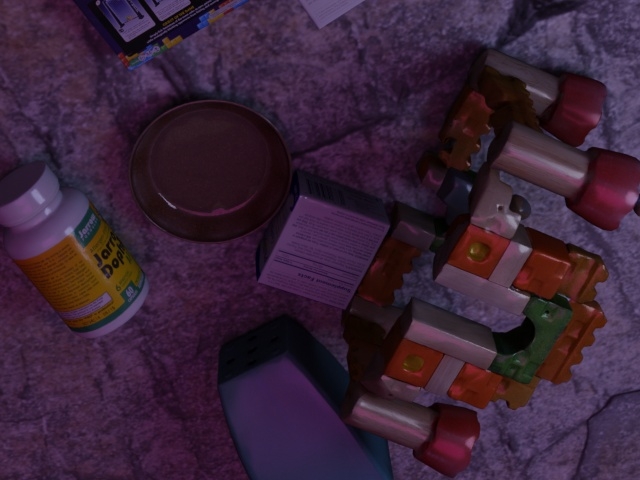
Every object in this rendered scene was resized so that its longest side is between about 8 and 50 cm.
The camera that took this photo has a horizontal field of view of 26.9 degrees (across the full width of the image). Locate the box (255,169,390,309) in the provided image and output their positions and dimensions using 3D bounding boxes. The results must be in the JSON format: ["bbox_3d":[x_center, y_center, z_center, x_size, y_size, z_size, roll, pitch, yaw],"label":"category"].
[{"bbox_3d":[0.000,0.000,1.678,0.126,0.072,0.137,19,117,-18],"label":"box"}]

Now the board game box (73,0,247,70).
[{"bbox_3d":[-0.183,-0.288,1.485,0.170,0.048,0.141,-28,127,10],"label":"board game box"}]

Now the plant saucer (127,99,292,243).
[{"bbox_3d":[-0.134,-0.088,1.629,0.198,0.036,0.199,-3,121,-5],"label":"plant saucer"}]

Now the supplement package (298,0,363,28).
[{"bbox_3d":[-0.012,-0.341,1.448,0.105,0.105,0.179,-30,121,12],"label":"supplement package"}]

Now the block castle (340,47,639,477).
[{"bbox_3d":[0.204,0.030,1.591,0.212,0.303,0.453,22,116,-12],"label":"block castle"}]

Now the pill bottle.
[{"bbox_3d":[-0.308,0.009,1.619,0.117,0.118,0.208,-28,120,10],"label":"pill bottle"}]

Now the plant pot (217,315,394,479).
[{"bbox_3d":[-0.032,0.233,1.769,0.165,0.165,0.234,-26,113,9],"label":"plant pot"}]
